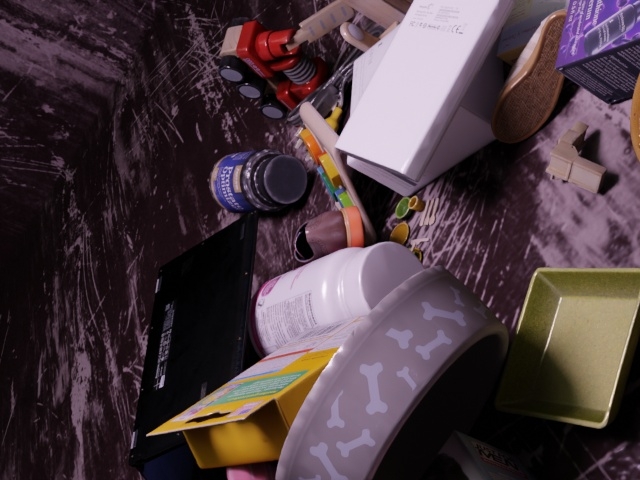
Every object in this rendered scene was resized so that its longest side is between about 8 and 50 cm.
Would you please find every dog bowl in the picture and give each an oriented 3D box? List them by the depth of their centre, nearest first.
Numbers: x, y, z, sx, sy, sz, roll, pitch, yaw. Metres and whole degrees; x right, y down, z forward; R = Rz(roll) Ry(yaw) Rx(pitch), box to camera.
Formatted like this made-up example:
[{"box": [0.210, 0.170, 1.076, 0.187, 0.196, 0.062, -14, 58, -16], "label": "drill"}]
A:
[{"box": [0.098, 0.203, 1.312, 0.102, 0.348, 0.349, 33, 98, 24], "label": "dog bowl"}]

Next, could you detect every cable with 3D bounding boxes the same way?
[{"box": [0.038, -0.282, 2.088, 0.287, 0.072, 0.139, -51, 30, 2], "label": "cable"}]

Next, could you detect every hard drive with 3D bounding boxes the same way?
[{"box": [0.150, -0.245, 1.581, 0.308, 0.040, 0.203, -62, 32, 0], "label": "hard drive"}]

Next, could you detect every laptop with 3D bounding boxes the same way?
[{"box": [-0.174, 0.227, 1.869, 0.408, 0.236, 0.382, -30, 43, 37], "label": "laptop"}]

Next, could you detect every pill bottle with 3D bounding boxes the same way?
[{"box": [0.027, 0.102, 1.662, 0.283, 0.160, 0.160, -24, 48, 50], "label": "pill bottle"}, {"box": [-0.118, -0.114, 2.124, 0.219, 0.122, 0.123, 0, 67, 60], "label": "pill bottle"}]

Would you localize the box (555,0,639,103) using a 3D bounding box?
[{"box": [0.415, -0.280, 1.375, 0.207, 0.108, 0.153, -15, 54, 55], "label": "box"}]

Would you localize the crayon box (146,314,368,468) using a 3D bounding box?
[{"box": [-0.037, 0.199, 1.416, 0.203, 0.083, 0.323, -18, 8, 45], "label": "crayon box"}]

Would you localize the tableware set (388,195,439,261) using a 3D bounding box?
[{"box": [0.130, 0.000, 1.716, 0.104, 0.024, 0.154, -7, 62, 58], "label": "tableware set"}]

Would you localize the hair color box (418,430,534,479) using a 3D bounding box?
[{"box": [0.203, 0.396, 1.173, 0.185, 0.113, 0.374, -57, 28, 14], "label": "hair color box"}]

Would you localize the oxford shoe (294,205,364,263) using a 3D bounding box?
[{"box": [0.000, 0.000, 1.774, 0.271, 0.098, 0.097, 120, 142, -75], "label": "oxford shoe"}]

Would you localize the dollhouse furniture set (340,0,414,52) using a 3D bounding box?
[{"box": [0.190, -0.511, 1.876, 0.355, 0.173, 0.303, -39, 38, 39], "label": "dollhouse furniture set"}]

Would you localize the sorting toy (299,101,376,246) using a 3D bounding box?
[{"box": [0.022, -0.109, 1.828, 0.038, 0.208, 0.193, -25, 31, -5], "label": "sorting toy"}]

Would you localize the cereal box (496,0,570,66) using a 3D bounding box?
[{"box": [0.355, -0.387, 1.626, 0.173, 0.047, 0.240, -12, 58, 55], "label": "cereal box"}]

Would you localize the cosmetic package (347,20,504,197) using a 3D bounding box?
[{"box": [0.165, -0.229, 1.727, 0.224, 0.138, 0.224, -33, 41, 42], "label": "cosmetic package"}]

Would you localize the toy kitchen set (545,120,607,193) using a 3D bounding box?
[{"box": [0.343, -0.096, 1.436, 0.083, 0.075, 0.068, -44, -29, -37], "label": "toy kitchen set"}]

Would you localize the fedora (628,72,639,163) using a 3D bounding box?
[{"box": [0.435, -0.150, 1.243, 0.194, 0.079, 0.194, -6, 83, 64], "label": "fedora"}]

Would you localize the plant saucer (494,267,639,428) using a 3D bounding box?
[{"box": [0.304, 0.127, 1.294, 0.188, 0.045, 0.188, -2, 65, 59], "label": "plant saucer"}]

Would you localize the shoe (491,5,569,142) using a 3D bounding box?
[{"box": [0.307, -0.231, 1.540, 0.058, 0.076, 0.219, -69, 5, -55], "label": "shoe"}]

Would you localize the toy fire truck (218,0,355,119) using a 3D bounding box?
[{"box": [-0.039, -0.360, 2.128, 0.246, 0.217, 0.159, -3, 62, 35], "label": "toy fire truck"}]

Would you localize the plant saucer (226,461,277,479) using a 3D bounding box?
[{"box": [-0.040, 0.431, 1.427, 0.084, 0.332, 0.332, -17, 34, -5], "label": "plant saucer"}]
